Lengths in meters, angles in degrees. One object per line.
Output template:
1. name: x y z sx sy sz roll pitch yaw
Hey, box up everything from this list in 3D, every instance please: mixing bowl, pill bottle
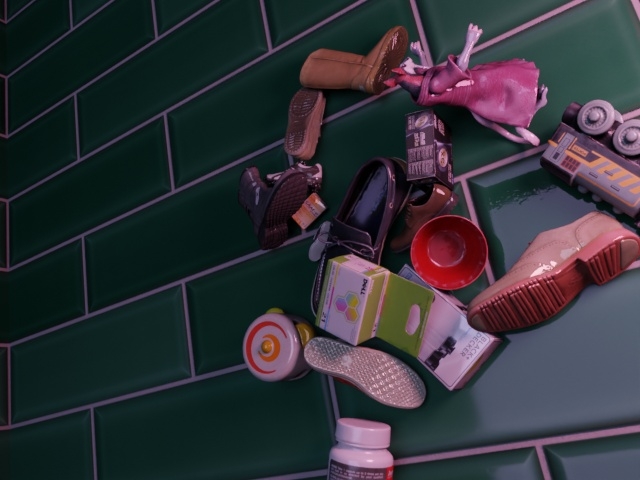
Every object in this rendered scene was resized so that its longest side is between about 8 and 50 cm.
1. mixing bowl: 0.315 0.026 1.395 0.182 0.098 0.181 1 95 9
2. pill bottle: 0.096 0.597 1.388 0.161 0.161 0.282 1 81 31

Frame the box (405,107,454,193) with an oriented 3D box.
1. box: 0.283 -0.226 1.454 0.078 0.147 0.180 -7 76 31

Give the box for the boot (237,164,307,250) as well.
1. boot: -0.164 -0.143 1.648 0.222 0.118 0.338 60 143 24

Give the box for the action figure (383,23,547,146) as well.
1. action figure: 0.334 -0.368 1.375 0.371 0.248 0.275 -2 100 -7

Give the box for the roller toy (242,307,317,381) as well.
1. roller toy: -0.114 0.302 1.584 0.210 0.146 0.191 19 90 32

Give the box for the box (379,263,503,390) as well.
1. box: 0.283 0.211 1.398 0.290 0.087 0.169 44 104 30

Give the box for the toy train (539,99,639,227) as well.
1. toy train: 0.655 -0.170 1.234 0.334 0.142 0.190 42 114 29

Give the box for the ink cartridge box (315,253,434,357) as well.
1. ink cartridge box: 0.128 0.165 1.372 0.255 0.097 0.188 23 111 35

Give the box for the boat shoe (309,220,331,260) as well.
1. boat shoe: 0.000 0.000 1.644 0.046 0.038 0.125 19 97 -9

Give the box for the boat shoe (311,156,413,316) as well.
1. boat shoe: 0.092 -0.004 1.522 0.187 0.156 0.499 28 96 31

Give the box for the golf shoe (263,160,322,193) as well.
1. golf shoe: -0.080 -0.197 1.721 0.198 0.077 0.093 7 72 25

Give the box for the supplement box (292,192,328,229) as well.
1. supplement box: -0.032 -0.087 1.670 0.098 0.036 0.062 -44 85 17

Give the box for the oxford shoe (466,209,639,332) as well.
1. oxford shoe: 0.500 0.074 1.271 0.397 0.140 0.146 -29 38 8

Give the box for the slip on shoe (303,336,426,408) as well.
1. slip on shoe: 0.116 0.342 1.465 0.332 0.101 0.122 18 73 17

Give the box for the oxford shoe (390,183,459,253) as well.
1. oxford shoe: 0.245 -0.060 1.457 0.227 0.096 0.082 -51 16 24

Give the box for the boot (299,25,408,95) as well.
1. boot: 0.094 -0.541 1.656 0.270 0.089 0.236 20 73 36

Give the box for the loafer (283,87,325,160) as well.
1. loafer: -0.045 -0.357 1.718 0.102 0.092 0.268 5 66 25
